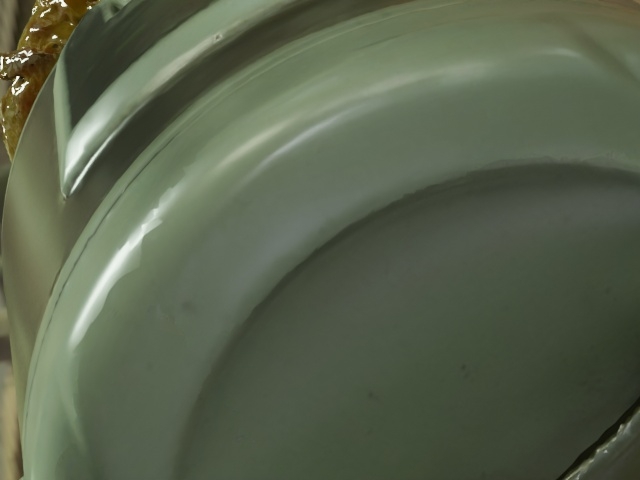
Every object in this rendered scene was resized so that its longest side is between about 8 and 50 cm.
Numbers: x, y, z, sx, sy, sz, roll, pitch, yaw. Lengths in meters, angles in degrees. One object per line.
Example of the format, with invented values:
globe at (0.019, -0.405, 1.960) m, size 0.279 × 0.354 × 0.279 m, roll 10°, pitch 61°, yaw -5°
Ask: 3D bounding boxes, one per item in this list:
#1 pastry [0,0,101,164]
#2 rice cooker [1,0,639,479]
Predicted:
pastry at (-0.098, -0.114, 1.417) m, size 0.164 × 0.356 × 0.356 m, roll 4°, pitch 107°, yaw 52°
rice cooker at (0.032, 0.040, 0.652) m, size 0.325 × 0.335 × 0.335 m, roll -120°, pitch 23°, yaw -65°
